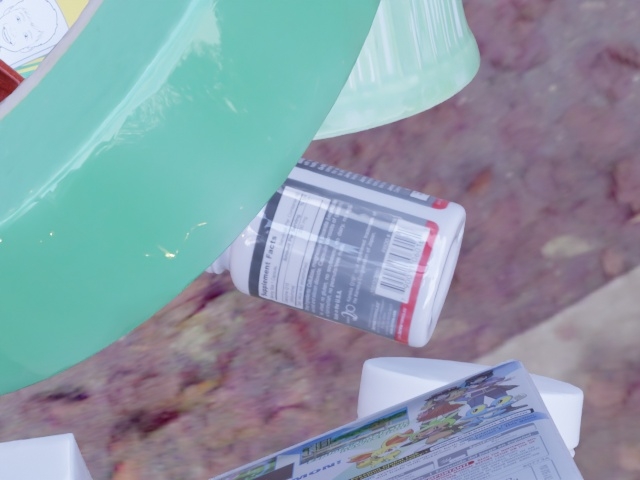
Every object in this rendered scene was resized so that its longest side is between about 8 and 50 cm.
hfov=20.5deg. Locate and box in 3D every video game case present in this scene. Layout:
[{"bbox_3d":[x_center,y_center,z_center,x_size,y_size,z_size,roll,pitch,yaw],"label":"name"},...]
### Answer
[{"bbox_3d":[-0.032,0.160,0.892,0.329,0.300,0.036,-23,96,4],"label":"video game case"}]

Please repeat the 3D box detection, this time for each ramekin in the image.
[{"bbox_3d":[-0.023,-0.200,1.494,0.303,0.303,0.148,-16,113,-17],"label":"ramekin"}]

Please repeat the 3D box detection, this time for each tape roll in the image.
[{"bbox_3d":[-0.123,-0.099,0.676,0.077,0.321,0.321,38,71,-45],"label":"tape roll"}]

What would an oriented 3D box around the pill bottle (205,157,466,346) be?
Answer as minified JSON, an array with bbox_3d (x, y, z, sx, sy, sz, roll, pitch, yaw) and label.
[{"bbox_3d":[0.000,0.000,1.899,0.283,0.161,0.161,17,77,9],"label":"pill bottle"}]

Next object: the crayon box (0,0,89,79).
[{"bbox_3d":[-0.333,-0.310,1.917,0.313,0.106,0.363,-42,76,2],"label":"crayon box"}]

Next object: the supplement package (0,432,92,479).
[{"bbox_3d":[-0.251,0.271,1.523,0.105,0.105,0.179,-8,55,2],"label":"supplement package"}]

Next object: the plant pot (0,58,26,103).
[{"bbox_3d":[-0.418,-0.095,1.239,0.236,0.267,0.267,29,83,33],"label":"plant pot"}]

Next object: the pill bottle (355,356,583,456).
[{"bbox_3d":[0.091,0.304,1.377,0.229,0.229,0.407,7,92,-15],"label":"pill bottle"}]
